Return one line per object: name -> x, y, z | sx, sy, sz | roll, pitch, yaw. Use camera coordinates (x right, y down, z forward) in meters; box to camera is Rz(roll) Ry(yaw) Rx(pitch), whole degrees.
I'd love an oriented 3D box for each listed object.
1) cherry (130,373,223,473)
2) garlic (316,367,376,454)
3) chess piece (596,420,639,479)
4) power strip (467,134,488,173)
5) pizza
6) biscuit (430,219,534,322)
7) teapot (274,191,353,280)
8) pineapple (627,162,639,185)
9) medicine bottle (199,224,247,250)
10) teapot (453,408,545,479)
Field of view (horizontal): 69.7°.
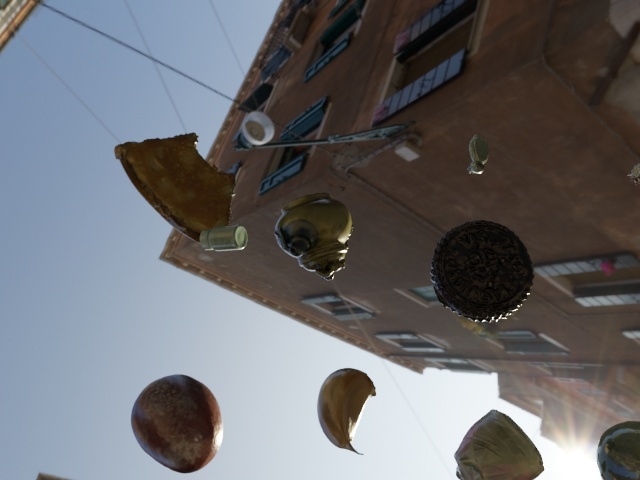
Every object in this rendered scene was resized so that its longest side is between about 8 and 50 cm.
cherry -> -0.368, 0.463, 1.193 | 0.235, 0.285, 0.213 | 22, -88, -42
garlic -> 0.068, 0.457, 1.273 | 0.164, 0.146, 0.245 | 26, -144, 2
chess piece -> 0.409, 0.269, 0.522 | 0.243, 0.133, 0.133 | 20, -111, -25
power strip -> 0.318, -0.174, 0.942 | 0.055, 0.035, 0.084 | 23, -113, -28
pizza -> -0.320, -0.132, 1.091 | 0.323, 0.089, 0.223 | 47, -134, -19
biscuit -> 0.303, 0.057, 0.867 | 0.194, 0.053, 0.195 | -1, -104, 5
teapot -> 0.000, 0.000, 1.032 | 0.269, 0.173, 0.183 | 3, -113, -64
pineapple -> 0.607, -0.128, 0.865 | 0.019, 0.083, 0.045 | 33, -89, 3
medicine bottle -> -0.185, -0.004, 0.881 | 0.047, 0.083, 0.047 | -4, -90, -66
teapot -> 0.398, 0.508, 1.101 | 0.178, 0.221, 0.163 | -34, -86, -6
